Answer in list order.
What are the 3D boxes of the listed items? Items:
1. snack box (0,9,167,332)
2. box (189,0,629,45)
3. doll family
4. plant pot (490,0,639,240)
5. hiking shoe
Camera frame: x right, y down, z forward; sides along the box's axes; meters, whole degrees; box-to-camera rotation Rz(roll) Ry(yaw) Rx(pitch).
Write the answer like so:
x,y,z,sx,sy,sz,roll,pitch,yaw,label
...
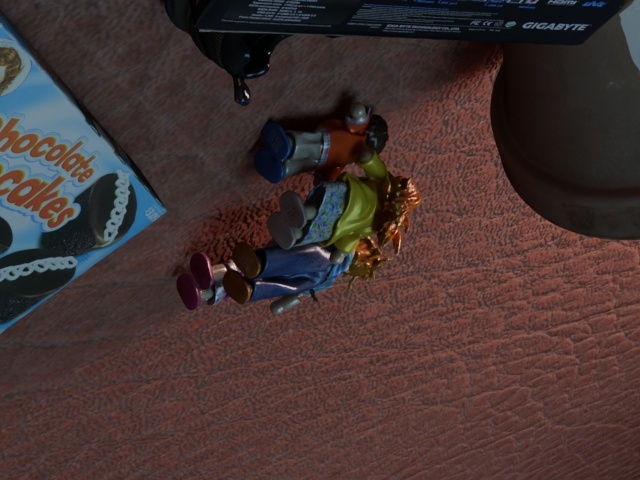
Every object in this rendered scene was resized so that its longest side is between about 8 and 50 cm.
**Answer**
x,y,z,sx,sy,sz,roll,pitch,yaw,label
-0.241,-0.041,1.114,0.187,0.060,0.322,-36,156,-1,snack box
0.106,-0.214,0.931,0.295,0.073,0.293,-2,156,-28,box
0.000,0.000,1.440,0.163,0.118,0.263,-12,146,-44,doll family
0.246,-0.167,1.352,0.263,0.263,0.229,-35,139,-3,plant pot
0.005,-0.194,1.094,0.227,0.114,0.086,-44,156,17,hiking shoe
